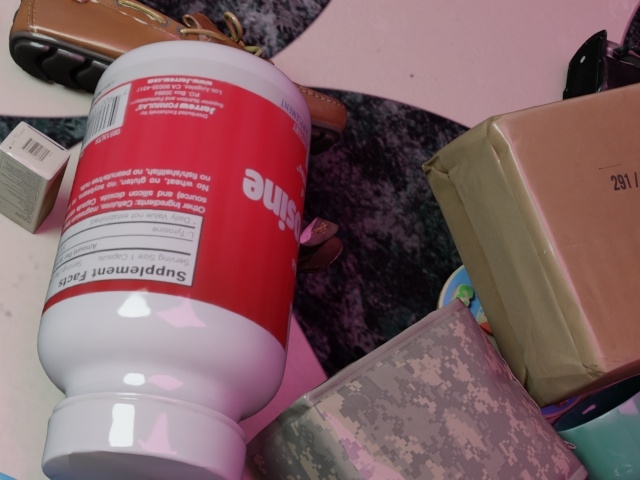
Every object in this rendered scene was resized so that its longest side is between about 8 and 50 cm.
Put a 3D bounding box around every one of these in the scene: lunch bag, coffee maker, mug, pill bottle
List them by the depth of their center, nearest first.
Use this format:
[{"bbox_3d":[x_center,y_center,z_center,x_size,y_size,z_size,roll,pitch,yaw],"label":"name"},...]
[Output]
[{"bbox_3d":[-0.137,0.033,1.020,0.229,0.229,0.407,15,60,-16],"label":"pill bottle"},{"bbox_3d":[0.110,0.211,1.064,0.287,0.169,0.235,-27,76,-39],"label":"lunch bag"},{"bbox_3d":[0.346,0.215,1.190,0.158,0.129,0.097,-27,85,-33],"label":"mug"},{"bbox_3d":[0.425,-0.174,1.450,0.178,0.120,0.171,18,87,-13],"label":"coffee maker"}]

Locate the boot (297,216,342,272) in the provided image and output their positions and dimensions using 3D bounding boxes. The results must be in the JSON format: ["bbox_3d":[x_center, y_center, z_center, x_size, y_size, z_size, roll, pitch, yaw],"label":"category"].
[{"bbox_3d":[0.000,0.000,1.163,0.106,0.114,0.037,-25,77,-31],"label":"boot"}]

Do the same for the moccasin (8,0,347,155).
[{"bbox_3d":[-0.148,-0.200,1.203,0.380,0.139,0.147,18,67,-3],"label":"moccasin"}]

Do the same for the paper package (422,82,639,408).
[{"bbox_3d":[0.331,-0.006,1.215,0.325,0.168,0.309,-16,79,-28],"label":"paper package"}]

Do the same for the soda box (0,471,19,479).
[{"bbox_3d":[-0.289,0.247,0.941,0.210,0.067,0.071,26,58,-8],"label":"soda box"}]

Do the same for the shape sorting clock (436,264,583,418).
[{"bbox_3d":[0.229,0.109,1.248,0.206,0.040,0.206,10,61,-18],"label":"shape sorting clock"}]

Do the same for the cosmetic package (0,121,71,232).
[{"bbox_3d":[-0.292,-0.061,1.071,0.060,0.115,0.041,34,55,-5],"label":"cosmetic package"}]
